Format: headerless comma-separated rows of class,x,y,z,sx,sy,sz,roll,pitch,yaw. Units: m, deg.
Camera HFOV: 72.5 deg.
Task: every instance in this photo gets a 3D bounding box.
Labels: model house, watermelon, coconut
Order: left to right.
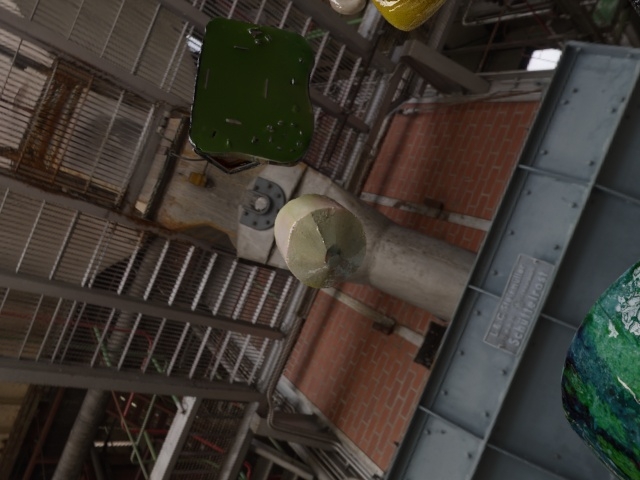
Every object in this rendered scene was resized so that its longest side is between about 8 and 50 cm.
model house,-0.127,-0.238,0.815,0.207,0.154,0.293,7,-114,-12
coconut,0.000,0.000,0.744,0.147,0.152,0.146,-9,-64,-18
watermelon,0.394,0.152,0.383,0.319,0.222,0.292,-30,-58,20

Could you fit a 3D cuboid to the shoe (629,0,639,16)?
shoe,0.547,-0.455,0.724,0.194,0.074,0.077,38,-79,-20

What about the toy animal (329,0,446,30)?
toy animal,0.056,-0.462,0.537,0.247,0.277,0.344,-13,-100,-25
